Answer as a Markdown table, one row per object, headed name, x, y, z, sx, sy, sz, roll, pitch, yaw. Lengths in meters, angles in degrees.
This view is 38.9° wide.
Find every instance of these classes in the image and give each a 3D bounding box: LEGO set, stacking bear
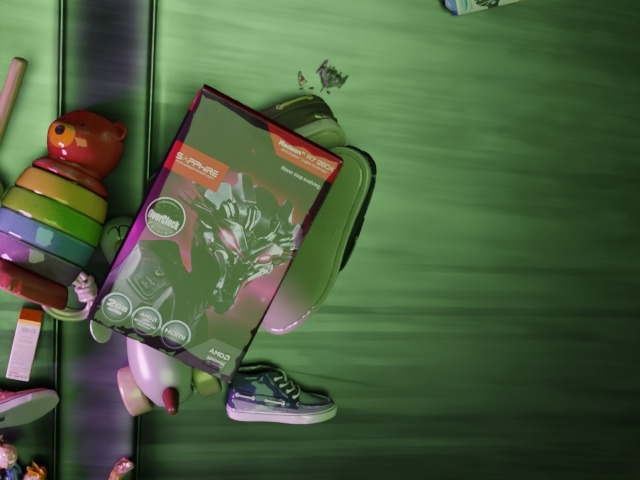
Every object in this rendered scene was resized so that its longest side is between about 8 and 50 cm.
| name | x | y | z | sx | sy | sz | roll | pitch | yaw |
| --- | --- | --- | --- | --- | --- | --- | --- | --- | --- |
| LEGO set | 0.006 | -0.257 | 1.451 | 0.083 | 0.023 | 0.054 | -25 | 107 | -6 |
| stacking bear | -0.388 | -0.059 | 1.338 | 0.164 | 0.175 | 0.289 | 36 | 76 | -58 |

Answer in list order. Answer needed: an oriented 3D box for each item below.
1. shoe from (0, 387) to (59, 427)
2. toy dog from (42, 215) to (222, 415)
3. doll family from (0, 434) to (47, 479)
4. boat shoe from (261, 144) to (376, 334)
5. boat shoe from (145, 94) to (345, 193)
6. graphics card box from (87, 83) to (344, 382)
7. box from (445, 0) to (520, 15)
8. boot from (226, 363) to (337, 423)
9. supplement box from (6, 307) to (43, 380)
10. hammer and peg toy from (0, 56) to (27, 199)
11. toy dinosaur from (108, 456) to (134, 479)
| name | x | y | z | sx | sy | sz | roll | pitch | yaw |
| --- | --- | --- | --- | --- | --- | --- | --- | --- | --- |
| shoe | -0.512 | 0.253 | 1.437 | 0.178 | 0.081 | 0.063 | -16 | 142 | -37 |
| toy dog | -0.271 | 0.144 | 1.413 | 0.220 | 0.161 | 0.334 | -38 | 108 | -2 |
| doll family | -0.523 | 0.429 | 1.466 | 0.163 | 0.118 | 0.263 | -8 | 87 | -5 |
| boat shoe | -0.003 | -0.002 | 1.464 | 0.127 | 0.113 | 0.340 | 26 | 111 | 14 |
| boat shoe | -0.126 | -0.133 | 1.415 | 0.324 | 0.097 | 0.116 | -23 | 148 | -3 |
| graphics card box | -0.151 | -0.009 | 1.313 | 0.232 | 0.094 | 0.371 | 27 | 94 | -12 |
| box | 0.261 | -0.416 | 1.470 | 0.136 | 0.028 | 0.081 | -14 | 106 | -7 |
| boot | -0.063 | 0.258 | 1.535 | 0.190 | 0.069 | 0.086 | 1 | 106 | -11 |
| supplement box | -0.464 | 0.163 | 1.426 | 0.036 | 0.062 | 0.098 | 13 | 101 | -17 |
| hammer and peg toy | -0.592 | -0.200 | 1.264 | 0.361 | 0.127 | 0.266 | 25 | 98 | -43 |
| toy dinosaur | -0.370 | 0.464 | 1.530 | 0.112 | 0.064 | 0.211 | 37 | 83 | -6 |
